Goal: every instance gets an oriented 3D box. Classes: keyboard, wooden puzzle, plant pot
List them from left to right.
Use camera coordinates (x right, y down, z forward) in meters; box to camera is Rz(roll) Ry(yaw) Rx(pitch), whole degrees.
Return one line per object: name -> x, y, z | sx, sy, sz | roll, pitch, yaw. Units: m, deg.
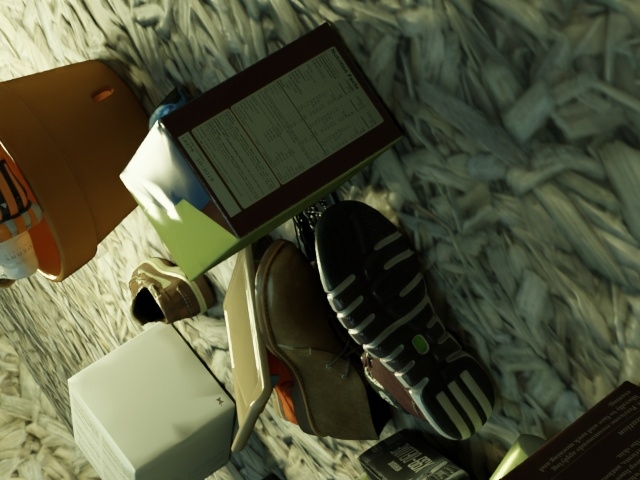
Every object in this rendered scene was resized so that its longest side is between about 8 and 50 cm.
plant pot -> -0.351, -0.115, 1.894 | 0.291, 0.203, 0.291 | 45, 154, 29
wooden puzzle -> -0.088, 0.131, 1.769 | 0.221, 0.044, 0.239 | 114, 154, -64
keyboard -> 0.000, 0.000, 1.556 | 0.100, 0.038, 0.192 | 12, 130, 59

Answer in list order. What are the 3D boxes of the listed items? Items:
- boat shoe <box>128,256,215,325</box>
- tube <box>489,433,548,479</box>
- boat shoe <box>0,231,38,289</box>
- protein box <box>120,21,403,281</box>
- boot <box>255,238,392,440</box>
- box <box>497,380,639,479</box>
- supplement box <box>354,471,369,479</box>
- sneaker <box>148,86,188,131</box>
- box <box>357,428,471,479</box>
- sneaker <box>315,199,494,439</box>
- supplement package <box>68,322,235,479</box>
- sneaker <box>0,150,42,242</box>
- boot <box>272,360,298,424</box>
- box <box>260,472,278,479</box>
boat shoe -> -0.255, 0.083, 2.096 | 0.095, 0.095, 0.257 | 61, 157, -10
tube -> 0.172, 0.309, 1.410 | 0.240, 0.062, 0.070 | -62, 22, 22
boat shoe -> -0.463, 0.027, 1.916 | 0.277, 0.098, 0.096 | -2, 118, 63
protein box -> -0.063, -0.084, 1.360 | 0.136, 0.201, 0.200 | 57, 157, 1
boot -> 0.010, 0.123, 1.647 | 0.115, 0.112, 0.305 | 10, 136, 34
box -> 0.283, 0.259, 1.154 | 0.203, 0.168, 0.167 | 31, 145, 48
supplement box -> 0.078, 0.319, 1.751 | 0.056, 0.083, 0.083 | 56, 157, 2
sneaker -> -0.165, -0.126, 1.716 | 0.073, 0.063, 0.162 | 27, 151, 20
box -> 0.171, 0.383, 1.594 | 0.307, 0.076, 0.242 | 61, 171, -10
sneaker -> 0.060, 0.092, 1.473 | 0.281, 0.106, 0.162 | 59, 160, -6
supplement package -> -0.283, 0.307, 2.308 | 0.198, 0.199, 0.263 | 49, 156, 20
sneaker -> -0.477, -0.097, 1.783 | 0.321, 0.124, 0.180 | 1, 118, 50
boot -> -0.029, 0.194, 1.850 | 0.084, 0.059, 0.158 | 25, 147, 39
box -> -0.058, 0.606, 2.125 | 0.395, 0.293, 0.212 | 35, 149, 42
